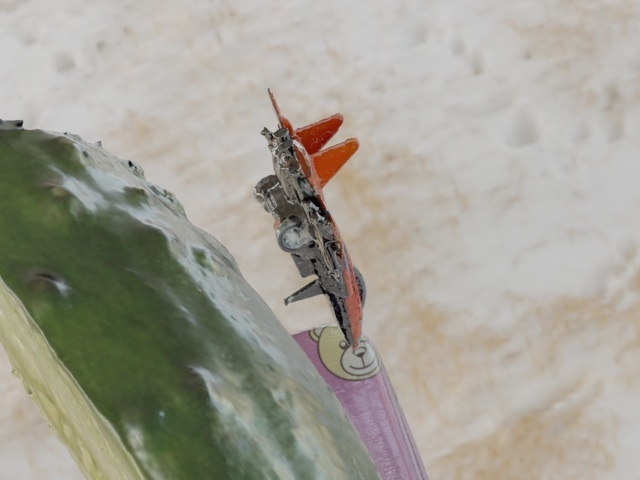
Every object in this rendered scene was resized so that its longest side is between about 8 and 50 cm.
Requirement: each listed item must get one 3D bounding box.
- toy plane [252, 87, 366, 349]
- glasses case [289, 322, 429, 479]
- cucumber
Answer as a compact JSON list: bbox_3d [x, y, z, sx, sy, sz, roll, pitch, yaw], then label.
[{"bbox_3d":[-0.003,0.001,1.034,0.061,0.189,0.130,-15,37,-12],"label":"toy plane"},{"bbox_3d":[0.033,0.224,1.366,0.123,0.316,0.076,-20,1,12],"label":"glasses case"},{"bbox_3d":[-0.039,0.077,0.634,0.105,0.145,0.325,-27,53,-17],"label":"cucumber"}]
